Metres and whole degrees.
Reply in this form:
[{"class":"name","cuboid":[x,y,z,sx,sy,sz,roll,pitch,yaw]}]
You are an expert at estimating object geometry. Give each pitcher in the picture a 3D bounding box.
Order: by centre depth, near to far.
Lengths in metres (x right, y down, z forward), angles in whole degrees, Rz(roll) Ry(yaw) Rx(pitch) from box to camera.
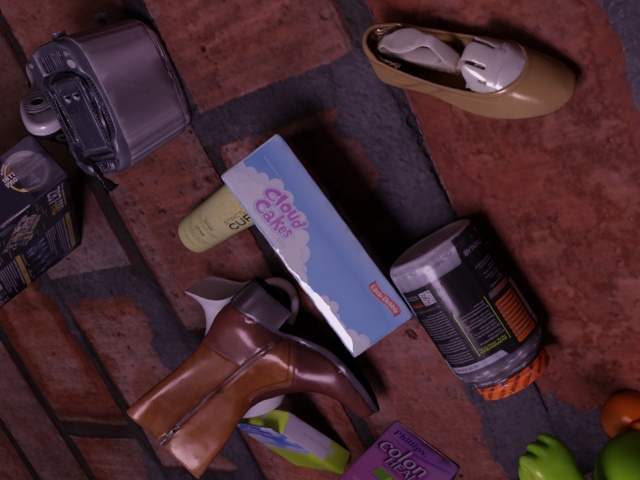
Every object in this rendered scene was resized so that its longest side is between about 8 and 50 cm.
[{"class":"pitcher","cuboid":[-0.098,0.155,1.389,0.178,0.125,0.207,-6,105,28]}]

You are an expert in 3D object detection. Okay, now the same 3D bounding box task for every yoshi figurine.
[{"class":"yoshi figurine","cuboid":[0.254,0.323,0.980,0.203,0.362,0.203,45,141,7]}]

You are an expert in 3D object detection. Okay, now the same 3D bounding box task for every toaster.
[{"class":"toaster","cuboid":[-0.275,-0.191,1.255,0.129,0.146,0.226,-5,115,46]}]

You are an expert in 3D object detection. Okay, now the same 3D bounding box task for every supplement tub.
[{"class":"supplement tub","cuboid":[0.175,0.081,1.063,0.117,0.117,0.190,-26,99,50]}]

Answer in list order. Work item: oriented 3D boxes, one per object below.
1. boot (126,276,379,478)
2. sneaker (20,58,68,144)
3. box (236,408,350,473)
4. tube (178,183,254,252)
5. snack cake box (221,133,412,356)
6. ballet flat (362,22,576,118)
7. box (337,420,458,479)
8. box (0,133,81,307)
[{"class":"boot","cuboid":[-0.092,0.235,1.305,0.264,0.280,0.096,40,-174,-10]},{"class":"sneaker","cuboid":[-0.389,-0.180,1.373,0.216,0.079,0.121,-109,10,-51]},{"class":"box","cuboid":[-0.049,0.308,1.445,0.109,0.042,0.178,-3,146,44]},{"class":"tube","cuboid":[-0.115,-0.051,1.285,0.070,0.062,0.240,23,146,-32]},{"class":"snack cake box","cuboid":[0.000,0.000,1.128,0.089,0.152,0.264,-36,92,7]},{"class":"ballet flat","cuboid":[0.137,-0.174,0.924,0.232,0.080,0.073,16,168,36]},{"class":"box","cuboid":[0.063,0.422,1.328,0.117,0.243,0.213,34,137,21]},{"class":"box","cuboid":[-0.529,0.025,1.438,0.097,0.318,0.395,49,162,4]}]
